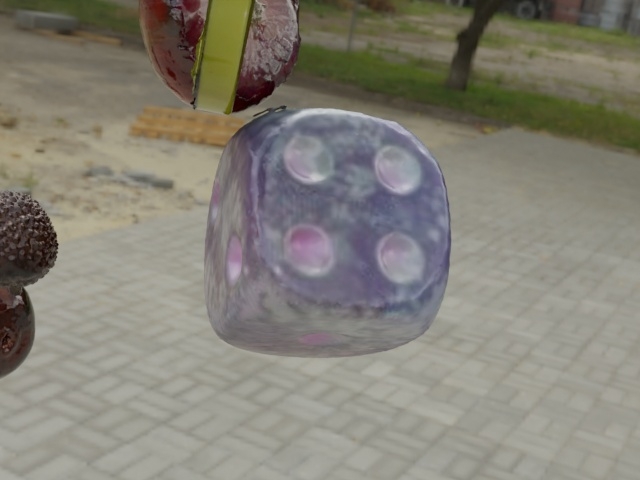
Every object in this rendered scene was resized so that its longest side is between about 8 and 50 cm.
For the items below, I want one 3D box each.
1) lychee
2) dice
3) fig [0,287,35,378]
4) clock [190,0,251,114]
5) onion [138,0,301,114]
[{"bbox_3d":[-0.379,0.003,1.257,0.123,0.129,0.123,17,7,-2],"label":"lychee"},{"bbox_3d":[0.000,0.000,1.349,0.270,0.271,0.270,6,-19,-18],"label":"dice"},{"bbox_3d":[-0.631,0.144,1.855,0.249,0.204,0.186,20,0,45],"label":"fig"},{"bbox_3d":[-0.067,-0.264,1.014,0.071,0.293,0.277,13,44,-6],"label":"clock"},{"bbox_3d":[-0.127,-0.283,1.301,0.248,0.248,0.161,0,-4,-27],"label":"onion"}]
